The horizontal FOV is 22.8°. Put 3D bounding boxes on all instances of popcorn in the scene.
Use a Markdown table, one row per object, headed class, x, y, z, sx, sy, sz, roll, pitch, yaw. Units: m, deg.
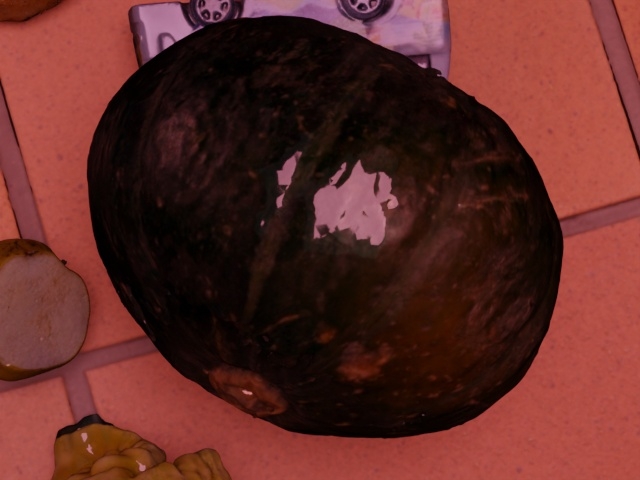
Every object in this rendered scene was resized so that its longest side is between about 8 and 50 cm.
| class | x | y | z | sx | sy | sz | roll | pitch | yaw |
| --- | --- | --- | --- | --- | --- | --- | --- | --- | --- |
| popcorn | -0.164 | 0.322 | 1.482 | 0.293 | 0.237 | 0.293 | 0 | 84 | -5 |

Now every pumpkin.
| class | x | y | z | sx | sy | sz | roll | pitch | yaw |
| --- | --- | --- | --- | --- | --- | --- | --- | --- | --- |
| pumpkin | 0.000 | 0.000 | 1.449 | 0.454 | 0.454 | 0.344 | 30 | 77 | -2 |

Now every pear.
| class | x | y | z | sx | sy | sz | roll | pitch | yaw |
| --- | --- | --- | --- | --- | --- | --- | --- | --- | --- |
| pear | -0.306 | 0.068 | 1.571 | 0.141 | 0.104 | 0.141 | -4 | 96 | -39 |

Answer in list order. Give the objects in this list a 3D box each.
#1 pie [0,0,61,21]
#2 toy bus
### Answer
| class | x | y | z | sx | sy | sz | roll | pitch | yaw |
| --- | --- | --- | --- | --- | --- | --- | --- | --- | --- |
| pie | -0.335 | -0.363 | 1.655 | 0.273 | 0.069 | 0.273 | 2 | 82 | -12 |
| toy bus | -0.031 | -0.201 | 1.654 | 0.329 | 0.109 | 0.136 | -6 | 93 | -8 |
